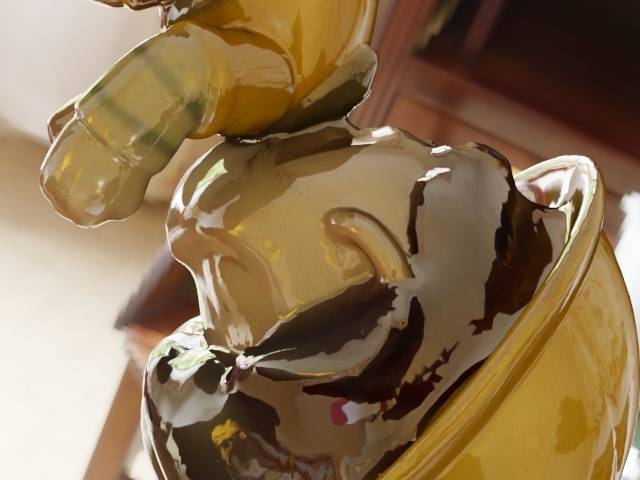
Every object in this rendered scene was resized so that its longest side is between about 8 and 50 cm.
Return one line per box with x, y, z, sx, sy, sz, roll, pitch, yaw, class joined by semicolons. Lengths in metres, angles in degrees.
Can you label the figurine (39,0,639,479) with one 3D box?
0.005;-0.001;0.607;0.167;0.257;0.192;-14;10;11;figurine
